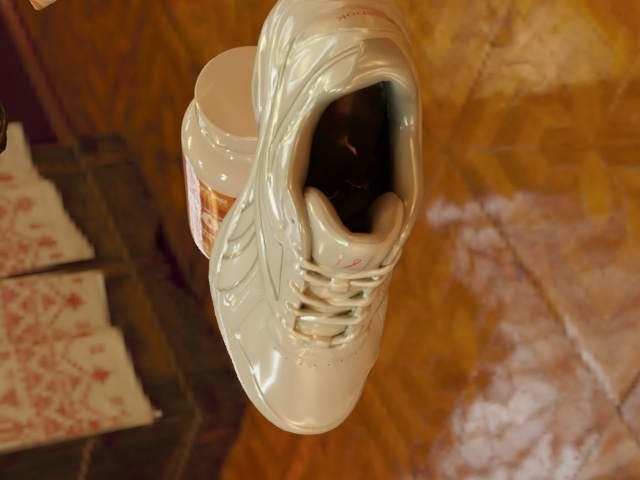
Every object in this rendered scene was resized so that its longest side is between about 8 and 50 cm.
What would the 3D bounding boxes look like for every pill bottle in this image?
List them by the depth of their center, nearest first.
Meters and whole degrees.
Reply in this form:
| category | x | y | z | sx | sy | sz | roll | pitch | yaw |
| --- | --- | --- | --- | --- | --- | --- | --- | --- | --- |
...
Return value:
| category | x | y | z | sx | sy | sz | roll | pitch | yaw |
| --- | --- | --- | --- | --- | --- | --- | --- | --- | --- |
| pill bottle | -0.059 | -0.068 | 1.341 | 0.216 | 0.121 | 0.121 | 93 | 157 | -62 |

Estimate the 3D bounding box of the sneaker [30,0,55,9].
| category | x | y | z | sx | sy | sz | roll | pitch | yaw |
| --- | --- | --- | --- | --- | --- | --- | --- | --- | --- |
| sneaker | -0.249 | -0.243 | 1.376 | 0.032 | 0.037 | 0.083 | 64 | -178 | -71 |

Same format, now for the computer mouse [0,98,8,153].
| category | x | y | z | sx | sy | sz | roll | pitch | yaw |
| --- | --- | --- | --- | --- | --- | --- | --- | --- | --- |
| computer mouse | -0.357 | -0.061 | 1.140 | 0.272 | 0.072 | 0.188 | -43 | 57 | 19 |

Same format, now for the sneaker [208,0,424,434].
| category | x | y | z | sx | sy | sz | roll | pitch | yaw |
| --- | --- | --- | --- | --- | --- | --- | --- | --- | --- |
| sneaker | 0.000 | 0.000 | 0.727 | 0.115 | 0.090 | 0.232 | -113 | 25 | -64 |
